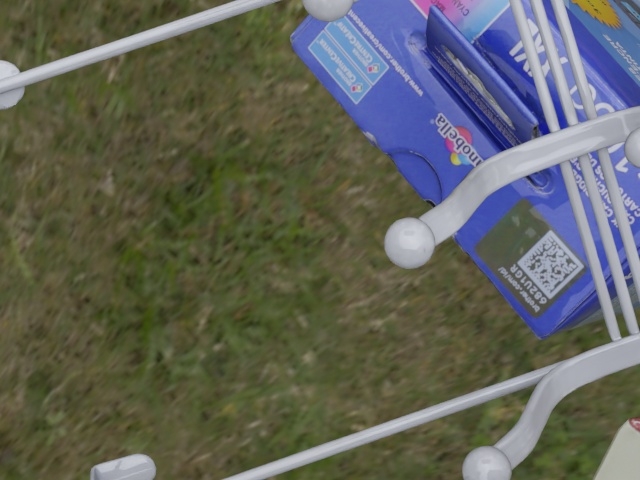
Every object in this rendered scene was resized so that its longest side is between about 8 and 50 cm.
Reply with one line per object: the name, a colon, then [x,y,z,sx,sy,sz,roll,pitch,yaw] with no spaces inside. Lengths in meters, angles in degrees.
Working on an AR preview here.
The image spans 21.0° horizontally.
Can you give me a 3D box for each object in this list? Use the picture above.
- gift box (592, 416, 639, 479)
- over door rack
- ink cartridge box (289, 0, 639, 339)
gift box: [0.199,0.232,0.574,0.276,0.255,0.258,13,110,-40]
over door rack: [0.000,0.000,0.766,0.324,0.108,0.239,-16,105,11]
ink cartridge box: [0.160,-0.085,1.182,0.270,0.151,0.395,50,24,16]
